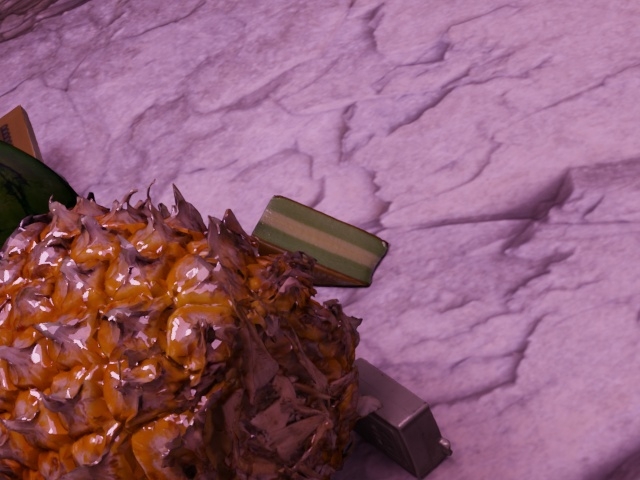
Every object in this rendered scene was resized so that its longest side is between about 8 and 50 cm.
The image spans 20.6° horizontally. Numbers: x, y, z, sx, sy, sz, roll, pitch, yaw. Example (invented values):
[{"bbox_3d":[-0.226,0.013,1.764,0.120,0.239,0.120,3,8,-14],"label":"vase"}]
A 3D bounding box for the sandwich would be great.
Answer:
[{"bbox_3d":[0.000,0.000,1.860,0.116,0.074,0.074,2,47,29],"label":"sandwich"}]

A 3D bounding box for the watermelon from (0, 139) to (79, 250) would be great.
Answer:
[{"bbox_3d":[-0.379,0.053,1.792,0.363,0.363,0.363,-14,40,13],"label":"watermelon"}]

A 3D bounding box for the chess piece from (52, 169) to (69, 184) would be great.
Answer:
[{"bbox_3d":[-0.365,-0.071,2.149,0.059,0.059,0.149,-43,36,-20],"label":"chess piece"}]

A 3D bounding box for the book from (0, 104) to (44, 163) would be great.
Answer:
[{"bbox_3d":[-0.485,0.017,2.078,0.389,0.032,0.269,-34,39,5],"label":"book"}]

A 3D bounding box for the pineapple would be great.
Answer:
[{"bbox_3d":[-0.130,0.121,1.571,0.300,0.352,0.352,10,50,42],"label":"pineapple"}]

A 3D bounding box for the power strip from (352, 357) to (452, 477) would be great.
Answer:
[{"bbox_3d":[0.051,0.158,1.660,0.042,0.075,0.175,-38,39,-19],"label":"power strip"}]
